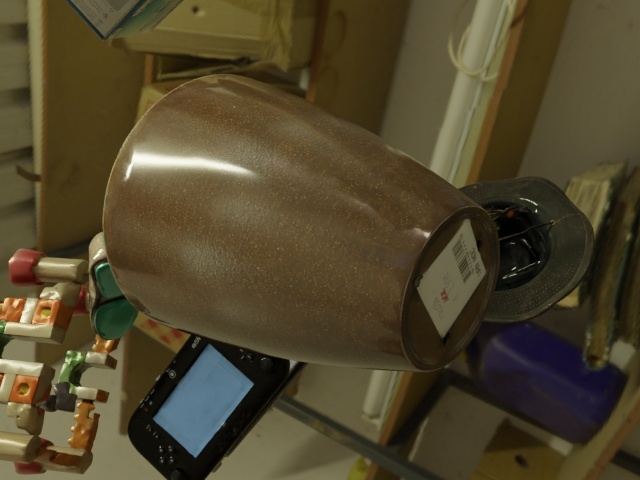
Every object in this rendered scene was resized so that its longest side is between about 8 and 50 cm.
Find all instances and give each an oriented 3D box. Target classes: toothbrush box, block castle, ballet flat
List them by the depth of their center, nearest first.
[{"bbox_3d":[-0.339,-0.450,1.068,0.126,0.216,0.295,-38,16,14],"label":"toothbrush box"},{"bbox_3d":[-0.442,0.093,1.419,0.108,0.106,0.316,-9,-35,-25],"label":"ballet flat"},{"bbox_3d":[-0.610,0.270,1.460,0.303,0.213,0.452,67,-151,-64],"label":"block castle"}]

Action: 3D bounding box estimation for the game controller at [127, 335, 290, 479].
[{"bbox_3d":[-0.190,0.261,1.105,0.319,0.166,0.067,-53,-1,15],"label":"game controller"}]

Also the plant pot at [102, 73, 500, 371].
[{"bbox_3d":[0.000,0.000,0.481,0.215,0.231,0.215,-20,-61,-42],"label":"plant pot"}]

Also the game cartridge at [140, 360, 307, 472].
[{"bbox_3d":[-0.178,0.261,1.370,0.355,0.230,0.068,-48,-31,-18],"label":"game cartridge"}]

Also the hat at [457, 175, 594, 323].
[{"bbox_3d":[0.316,0.041,1.168,0.331,0.332,0.133,-54,-43,-27],"label":"hat"}]
